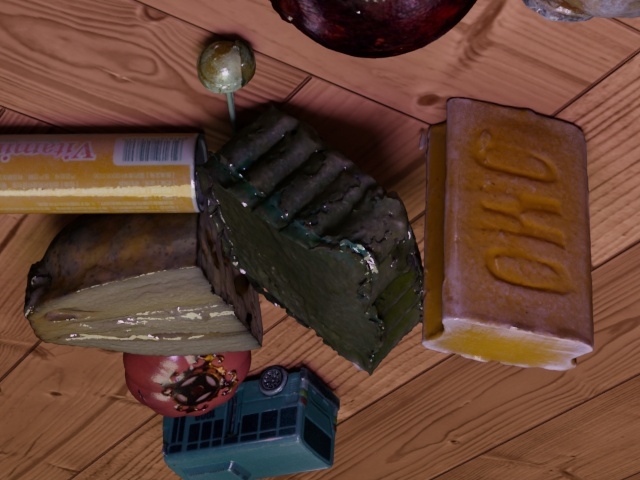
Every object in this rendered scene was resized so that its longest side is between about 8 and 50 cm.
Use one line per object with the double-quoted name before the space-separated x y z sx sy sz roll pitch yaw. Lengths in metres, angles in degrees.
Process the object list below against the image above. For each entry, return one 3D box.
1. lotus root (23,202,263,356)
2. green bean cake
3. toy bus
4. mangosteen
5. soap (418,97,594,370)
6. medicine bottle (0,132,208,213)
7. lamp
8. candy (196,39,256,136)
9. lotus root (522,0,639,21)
"lotus root" -0.230 0.047 1.753 0.260 0.149 0.267 -8 153 12
"green bean cake" 0.000 0.000 1.556 0.255 0.132 0.241 35 155 30
"toy bus" -0.111 0.287 2.135 0.256 0.147 0.128 -13 143 25
"mangosteen" 0.060 -0.276 1.156 0.265 0.228 0.228 -37 148 -11
"soap" 0.195 -0.006 1.493 0.174 0.274 0.089 12 148 -13
"medicine bottle" -0.343 -0.073 1.604 0.426 0.108 0.108 1 149 5
"lamp" -0.183 0.153 1.933 0.182 0.140 0.182 -15 134 -16
"candy" -0.094 -0.150 1.518 0.061 0.061 0.202 2 157 3
"lotus root" 0.268 -0.305 1.093 0.175 0.175 0.349 10 143 -10
